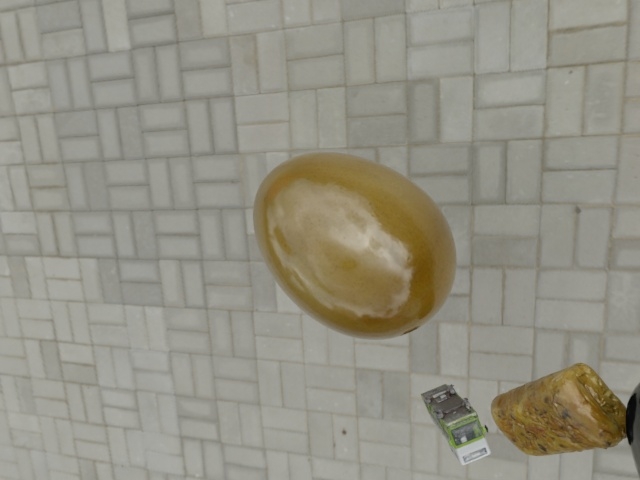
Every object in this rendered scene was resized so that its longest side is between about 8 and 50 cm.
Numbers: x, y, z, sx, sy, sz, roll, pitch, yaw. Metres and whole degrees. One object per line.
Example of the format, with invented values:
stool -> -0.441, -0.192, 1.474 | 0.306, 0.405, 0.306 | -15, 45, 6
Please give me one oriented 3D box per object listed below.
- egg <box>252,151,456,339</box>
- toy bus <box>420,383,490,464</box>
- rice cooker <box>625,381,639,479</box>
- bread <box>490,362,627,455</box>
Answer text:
egg -> 0.048, 0.004, 0.728 | 0.322, 0.250, 0.250 | 37, 112, -9
toy bus -> 0.386, 0.520, 1.430 | 0.113, 0.302, 0.139 | -21, 89, -1
rice cooker -> 0.478, 0.232, 0.509 | 0.267, 0.267, 0.224 | -15, 80, 21
bread -> 0.337, 0.254, 0.713 | 0.114, 0.083, 0.211 | 52, 155, 17
